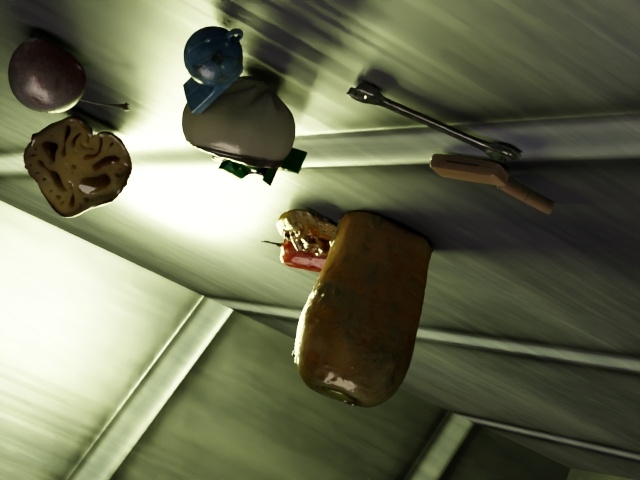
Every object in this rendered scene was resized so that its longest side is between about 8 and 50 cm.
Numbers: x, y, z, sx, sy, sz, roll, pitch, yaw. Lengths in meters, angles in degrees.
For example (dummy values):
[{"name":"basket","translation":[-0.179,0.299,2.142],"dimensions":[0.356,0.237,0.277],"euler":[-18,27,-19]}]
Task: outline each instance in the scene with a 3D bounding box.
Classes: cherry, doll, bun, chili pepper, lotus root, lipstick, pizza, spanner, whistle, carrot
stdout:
[{"name":"cherry","translation":[-0.430,-0.272,1.985],"dimensions":[0.188,0.115,0.148],"euler":[10,125,16]},{"name":"doll","translation":[-0.130,-0.159,1.912],"dimensions":[0.186,0.106,0.134],"euler":[27,170,-19]},{"name":"bun","translation":[-0.118,-0.185,1.764],"dimensions":[0.172,0.120,0.173],"euler":[14,-167,-3]},{"name":"chili pepper","translation":[-0.046,0.022,2.552],"dimensions":[0.192,0.084,0.086],"euler":[12,148,20]},{"name":"lotus root","translation":[-0.477,-0.169,2.397],"dimensions":[0.180,0.199,0.188],"euler":[-99,-14,-71]},{"name":"lipstick","translation":[0.305,-0.066,1.774],"dimensions":[0.094,0.019,0.019],"euler":[27,166,-18]},{"name":"pizza","translation":[0.000,0.001,2.419],"dimensions":[0.193,0.069,0.154],"euler":[25,166,-7]},{"name":"spanner","translation":[0.156,-0.161,1.645],"dimensions":[0.254,0.015,0.054],"euler":[23,166,-3]},{"name":"whistle","translation":[-0.158,-0.241,1.638],"dimensions":[0.090,0.090,0.158],"euler":[30,130,-30]},{"name":"carrot","translation":[0.083,0.132,2.234],"dimensions":[0.224,0.341,0.224],"euler":[18,163,6]}]

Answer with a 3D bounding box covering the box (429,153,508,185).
[{"name":"box","translation":[0.218,-0.104,1.750],"dimensions":[0.115,0.025,0.048],"euler":[12,169,37]}]
